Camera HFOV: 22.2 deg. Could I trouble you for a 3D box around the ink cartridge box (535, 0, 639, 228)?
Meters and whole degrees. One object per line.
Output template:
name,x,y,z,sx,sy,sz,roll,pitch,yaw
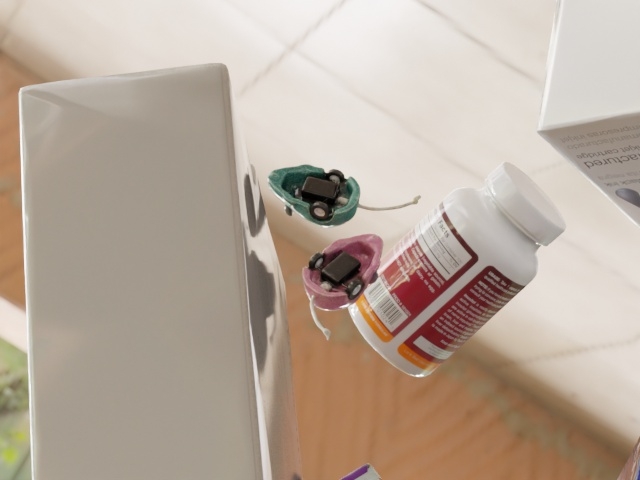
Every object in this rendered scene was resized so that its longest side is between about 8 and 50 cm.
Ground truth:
ink cartridge box,0.259,-0.058,0.917,0.172,0.100,0.237,-8,149,39

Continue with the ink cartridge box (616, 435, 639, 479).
ink cartridge box,0.170,0.203,0.857,0.065,0.165,0.333,14,154,5

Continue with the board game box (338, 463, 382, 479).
board game box,0.007,0.350,1.504,0.142,0.144,0.275,52,153,23

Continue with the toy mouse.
toy mouse,0.000,0.000,1.060,0.161,0.143,0.031,57,156,37

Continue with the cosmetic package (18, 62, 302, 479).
cosmetic package,-0.054,0.153,0.734,0.097,0.377,0.284,-7,159,4

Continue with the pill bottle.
pill bottle,0.098,0.019,1.154,0.086,0.152,0.086,41,-162,-17
